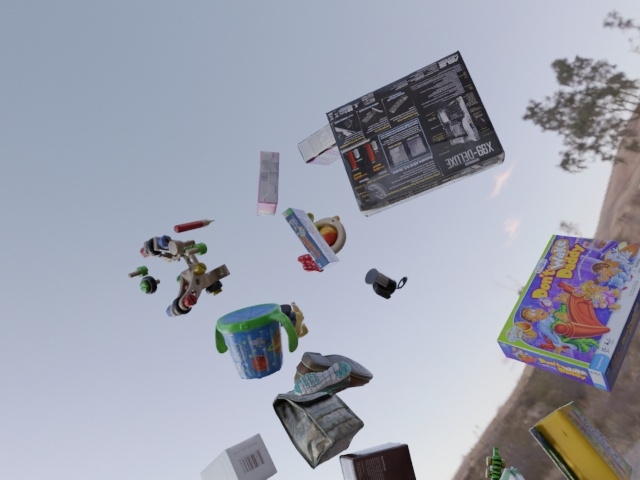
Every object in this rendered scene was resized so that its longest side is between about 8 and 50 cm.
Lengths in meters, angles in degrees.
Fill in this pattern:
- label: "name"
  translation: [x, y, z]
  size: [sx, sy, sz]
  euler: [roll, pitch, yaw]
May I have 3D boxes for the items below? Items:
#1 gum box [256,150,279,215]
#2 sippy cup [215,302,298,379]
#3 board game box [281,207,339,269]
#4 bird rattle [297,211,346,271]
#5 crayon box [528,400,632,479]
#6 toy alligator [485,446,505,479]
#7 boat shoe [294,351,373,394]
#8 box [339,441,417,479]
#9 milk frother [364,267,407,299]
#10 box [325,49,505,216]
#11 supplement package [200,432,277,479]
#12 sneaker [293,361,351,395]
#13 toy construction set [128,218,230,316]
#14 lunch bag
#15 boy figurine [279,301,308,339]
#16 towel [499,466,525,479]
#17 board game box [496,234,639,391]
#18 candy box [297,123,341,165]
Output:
- label: "gum box"
  translation: [-0.168, -0.185, 1.438]
  size: [0.062, 0.189, 0.107]
  euler: [3, -19, -9]
- label: "sippy cup"
  translation: [-0.234, 0.365, 1.611]
  size: [0.240, 0.305, 0.224]
  euler: [-14, -84, -24]
- label: "board game box"
  translation: [-0.026, -0.007, 1.353]
  size: [0.035, 0.201, 0.136]
  euler: [-37, -10, 13]
- label: "bird rattle"
  translation: [0.000, 0.000, 1.740]
  size: [0.206, 0.254, 0.143]
  euler: [-21, -37, 16]
- label: "crayon box"
  translation: [0.657, 0.522, 1.122]
  size: [0.083, 0.203, 0.323]
  euler: [-46, -34, 18]
- label: "toy alligator"
  translation: [0.571, 0.773, 1.463]
  size: [0.051, 0.056, 0.190]
  euler: [69, -149, -61]
- label: "boat shoe"
  translation: [0.039, 0.433, 1.440]
  size: [0.307, 0.110, 0.105]
  euler: [24, -85, -36]
- label: "box"
  translation: [0.191, 0.783, 1.494]
  size: [0.203, 0.167, 0.168]
  euler: [-7, -21, -15]
- label: "milk frother"
  translation: [0.306, 0.183, 2.067]
  size: [0.134, 0.129, 0.143]
  euler: [31, -71, -29]
- label: "box"
  translation: [0.192, -0.218, 0.949]
  size: [0.307, 0.243, 0.076]
  euler: [-22, -15, 14]
- label: "supplement package"
  translation: [-0.206, 0.575, 1.111]
  size: [0.105, 0.105, 0.179]
  euler: [-8, -34, -45]
- label: "sneaker"
  translation: [0.010, 0.401, 1.243]
  size: [0.166, 0.065, 0.076]
  euler: [-17, -55, -4]
- label: "toy construction set"
  translation: [-0.390, 0.060, 1.395]
  size: [0.237, 0.257, 0.309]
  euler: [-21, -30, -54]
- label: "lunch bag"
  translation: [-0.018, 0.661, 1.686]
  size: [0.235, 0.287, 0.169]
  euler: [9, -64, -56]
- label: "boy figurine"
  translation: [-0.125, 0.369, 2.032]
  size: [0.285, 0.092, 0.177]
  euler: [60, -151, -62]
- label: "towel"
  translation: [0.220, 0.335, 0.466]
  size: [0.023, 0.152, 0.113]
  euler: [18, -78, -16]
- label: "board game box"
  translation: [0.605, 0.148, 1.055]
  size: [0.347, 0.233, 0.078]
  euler: [-52, -55, -22]
- label: "candy box"
  translation: [0.067, -0.318, 1.380]
  size: [0.233, 0.071, 0.159]
  euler: [-26, -6, 28]
